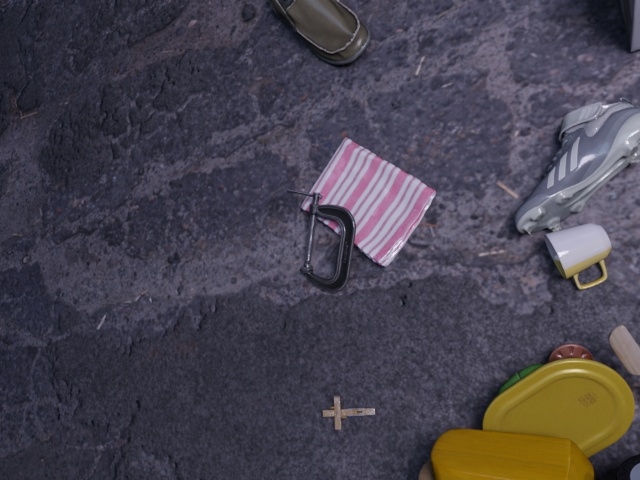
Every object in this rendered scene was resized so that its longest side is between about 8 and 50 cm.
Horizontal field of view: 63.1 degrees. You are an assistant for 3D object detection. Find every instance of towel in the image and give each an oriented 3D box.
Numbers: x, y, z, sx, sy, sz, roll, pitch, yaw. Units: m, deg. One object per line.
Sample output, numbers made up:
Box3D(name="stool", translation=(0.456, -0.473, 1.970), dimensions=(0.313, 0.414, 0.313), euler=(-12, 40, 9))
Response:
Box3D(name="towel", translation=(0.069, -0.066, 0.834), dimensions=(0.197, 0.029, 0.144), euler=(37, 98, 29))

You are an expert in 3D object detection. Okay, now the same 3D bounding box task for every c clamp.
Box3D(name="c clamp", translation=(0.000, 0.000, 0.846), dimensions=(0.137, 0.022, 0.161), euler=(7, 97, 35))

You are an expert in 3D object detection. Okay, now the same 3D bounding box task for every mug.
Box3D(name="mug", translation=(0.331, 0.014, 0.664), dimensions=(0.064, 0.078, 0.062), euler=(-24, 37, 14))

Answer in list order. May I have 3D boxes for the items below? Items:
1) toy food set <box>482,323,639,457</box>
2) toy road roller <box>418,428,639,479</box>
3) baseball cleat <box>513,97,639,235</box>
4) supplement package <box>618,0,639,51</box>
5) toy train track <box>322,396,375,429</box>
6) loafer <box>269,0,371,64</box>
Box3D(name="toy food set", translation=(0.299, 0.190, 0.639), dimensions=(0.218, 0.071, 0.128), euler=(-42, 95, 22))
Box3D(name="toy road roller", translation=(0.240, 0.344, 0.508), dimensions=(0.329, 0.240, 0.203), euler=(-4, 104, 33))
Box3D(name="baseball cleat", translation=(0.327, -0.098, 0.684), dimensions=(0.206, 0.072, 0.109), euler=(-39, 49, 15))
Box3D(name="supplement package", translation=(0.471, -0.380, 0.572), dimensions=(0.262, 0.198, 0.199), euler=(-11, 74, 27))
Box3D(name="toy train track", translation=(0.044, 0.262, 0.794), dimensions=(0.083, 0.014, 0.048), euler=(-10, 69, 22))
Box3D(name="loafer", translation=(-0.017, -0.393, 0.910), dimensions=(0.251, 0.087, 0.094), euler=(42, 101, 29))
